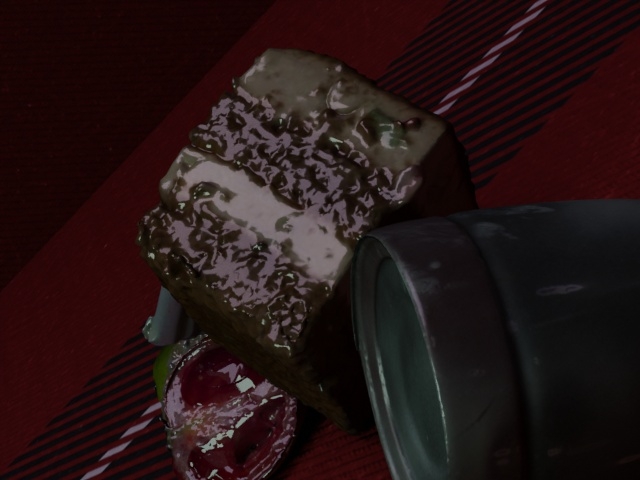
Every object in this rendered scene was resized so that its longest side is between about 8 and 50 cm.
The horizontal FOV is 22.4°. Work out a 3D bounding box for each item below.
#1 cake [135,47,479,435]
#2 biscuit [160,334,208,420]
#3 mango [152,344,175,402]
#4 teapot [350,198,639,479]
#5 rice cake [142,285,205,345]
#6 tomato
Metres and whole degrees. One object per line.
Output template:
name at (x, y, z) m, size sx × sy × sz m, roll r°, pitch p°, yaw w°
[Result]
cake at (0.000, 0.000, 1.643) m, size 0.256 × 0.282 × 0.290 m, roll 33°, pitch 75°, yaw 29°
biscuit at (-0.109, 0.145, 1.902) m, size 0.250 × 0.133 × 0.032 m, roll -49°, pitch -10°, yaw -3°
mango at (-0.125, 0.147, 1.974) m, size 0.178 × 0.100 × 0.119 m, roll -36°, pitch 62°, yaw 12°
teapot at (0.194, 0.083, 1.215) m, size 0.312 × 0.233 × 0.315 m, roll -10°, pitch -2°, yaw -11°
rice cake at (-0.114, 0.021, 1.780) m, size 0.189 × 0.037 × 0.198 m, roll -13°, pitch -54°, yaw -53°
tomato at (-0.083, 0.197, 1.797) m, size 0.173 × 0.099 × 0.189 m, roll -20°, pitch 67°, yaw 21°
